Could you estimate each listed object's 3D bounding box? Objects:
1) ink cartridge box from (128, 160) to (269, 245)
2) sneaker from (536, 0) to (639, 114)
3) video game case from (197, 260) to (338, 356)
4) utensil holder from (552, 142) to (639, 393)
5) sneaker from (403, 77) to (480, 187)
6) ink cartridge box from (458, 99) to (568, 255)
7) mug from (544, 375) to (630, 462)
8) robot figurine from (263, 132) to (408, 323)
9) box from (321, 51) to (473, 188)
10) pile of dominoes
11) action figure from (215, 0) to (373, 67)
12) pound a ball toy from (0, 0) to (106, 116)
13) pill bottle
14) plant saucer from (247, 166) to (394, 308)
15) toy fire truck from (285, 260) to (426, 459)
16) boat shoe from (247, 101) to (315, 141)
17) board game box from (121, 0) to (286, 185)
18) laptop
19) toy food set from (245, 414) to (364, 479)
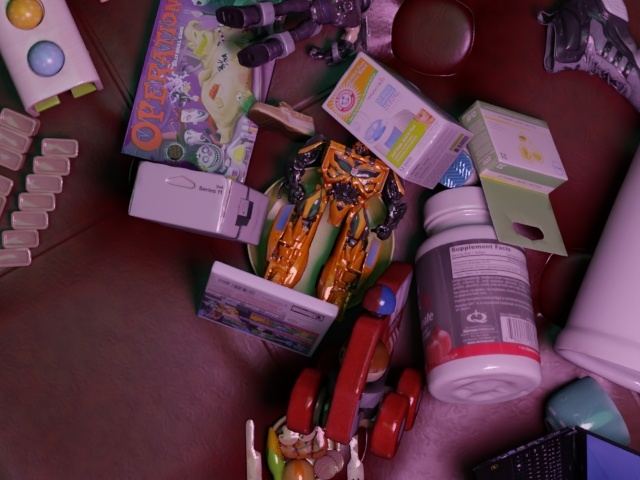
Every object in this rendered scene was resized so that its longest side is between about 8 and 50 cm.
[{"bbox_3d":[-0.183,-0.054,1.666,0.153,0.208,0.086,11,87,14],"label":"ink cartridge box"},{"bbox_3d":[0.464,-0.291,1.810,0.153,0.101,0.268,-26,84,-5],"label":"sneaker"},{"bbox_3d":[-0.087,0.110,1.700,0.201,0.183,0.023,20,61,-4],"label":"video game case"},{"bbox_3d":[0.583,0.053,1.696,0.328,0.327,0.385,22,83,-4],"label":"utensil holder"},{"bbox_3d":[0.178,-0.173,1.785,0.087,0.092,0.228,-43,70,21],"label":"sneaker"},{"bbox_3d":[0.322,-0.099,1.723,0.171,0.056,0.235,11,52,-38],"label":"ink cartridge box"},{"bbox_3d":[0.431,0.310,1.759,0.097,0.129,0.157,-27,80,-4],"label":"mug"},{"bbox_3d":[0.020,-0.027,1.724,0.211,0.085,0.291,21,86,-5],"label":"robot figurine"},{"bbox_3d":[0.119,-0.189,1.705,0.203,0.103,0.114,45,107,28],"label":"box"},{"bbox_3d":[-0.518,-0.085,1.751,0.196,0.040,0.251,23,94,-4],"label":"pile of dominoes"},{"bbox_3d":[-0.019,-0.365,1.741,0.285,0.099,0.185,-24,101,-34],"label":"action figure"},{"bbox_3d":[-0.430,-0.385,1.710,0.208,0.136,0.319,-23,89,-5],"label":"pound a ball toy"},{"bbox_3d":[0.240,0.083,1.698,0.176,0.176,0.318,-1,64,-5],"label":"pill bottle"},{"bbox_3d":[0.000,0.000,1.783,0.241,0.037,0.240,0,87,-5],"label":"plant saucer"},{"bbox_3d":[0.072,0.173,1.647,0.169,0.302,0.253,14,104,13],"label":"toy fire truck"},{"bbox_3d":[-0.063,-0.200,1.762,0.135,0.050,0.045,22,66,-43],"label":"boat shoe"},{"bbox_3d":[-0.182,-0.281,1.776,0.208,0.056,0.346,13,86,0],"label":"board game box"},{"bbox_3d":[0.392,0.409,1.688,0.264,0.234,0.136,-22,47,-6],"label":"laptop"},{"bbox_3d":[-0.026,0.344,1.763,0.192,0.038,0.132,-4,88,-5],"label":"toy food set"}]
